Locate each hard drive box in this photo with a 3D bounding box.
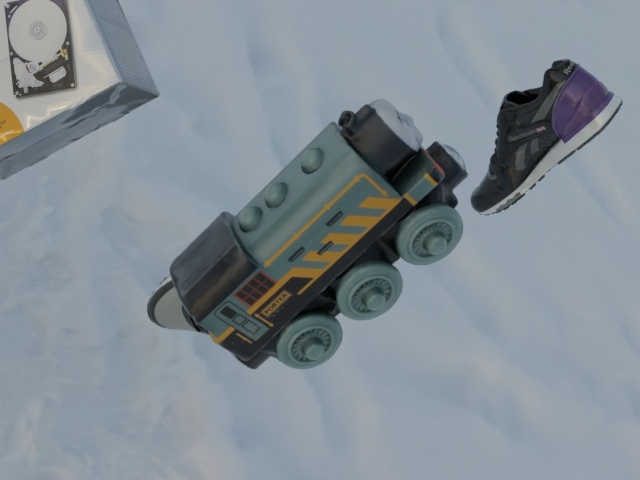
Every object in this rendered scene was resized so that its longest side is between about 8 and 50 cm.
[{"bbox_3d":[-0.275,-0.194,0.845,0.232,0.181,0.089,65,12,5],"label":"hard drive box"}]

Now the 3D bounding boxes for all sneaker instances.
[{"bbox_3d":[-0.123,0.095,1.325,0.108,0.272,0.100,-67,146,-47],"label":"sneaker"},{"bbox_3d":[0.298,-0.156,1.418,0.124,0.283,0.107,41,40,-4],"label":"sneaker"}]

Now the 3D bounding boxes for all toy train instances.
[{"bbox_3d":[0.000,0.000,1.024,0.190,0.334,0.142,37,15,-41],"label":"toy train"}]
